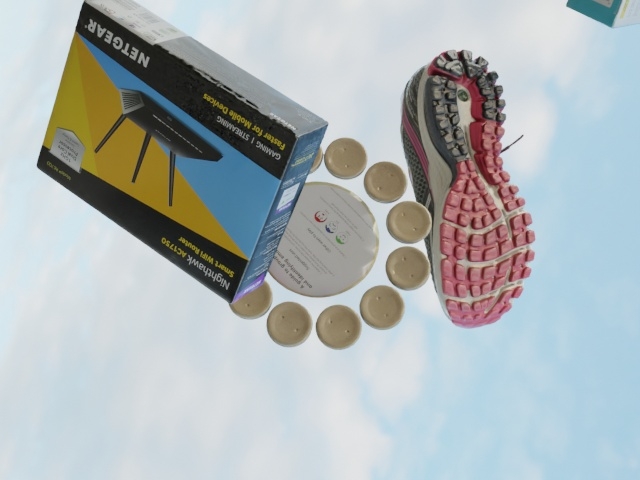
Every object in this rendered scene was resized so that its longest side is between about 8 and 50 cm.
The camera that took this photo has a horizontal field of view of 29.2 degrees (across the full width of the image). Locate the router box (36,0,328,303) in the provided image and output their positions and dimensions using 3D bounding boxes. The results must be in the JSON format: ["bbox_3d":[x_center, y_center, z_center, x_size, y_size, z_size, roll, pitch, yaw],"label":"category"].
[{"bbox_3d":[-0.096,-0.062,0.814,0.179,0.046,0.133,33,-59,18],"label":"router box"}]

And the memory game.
[{"bbox_3d":[0.000,0.000,0.990,0.012,0.186,0.186,100,1,-72],"label":"memory game"}]

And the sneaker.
[{"bbox_3d":[0.154,-0.052,1.347,0.112,0.120,0.299,156,-68,-64],"label":"sneaker"}]

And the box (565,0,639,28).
[{"bbox_3d":[0.360,-0.295,1.332,0.060,0.244,0.101,32,-61,26],"label":"box"}]
